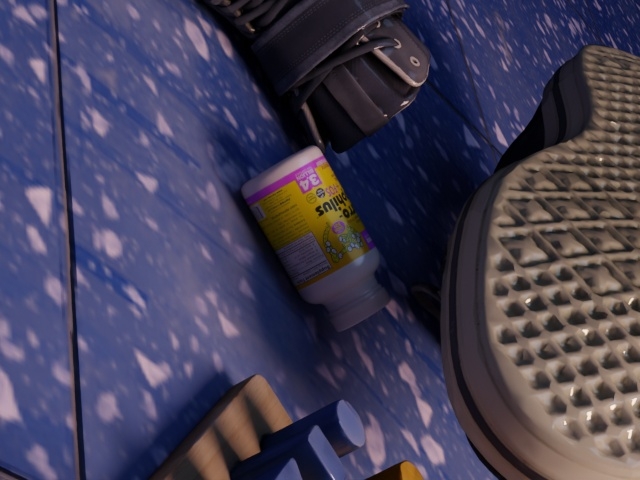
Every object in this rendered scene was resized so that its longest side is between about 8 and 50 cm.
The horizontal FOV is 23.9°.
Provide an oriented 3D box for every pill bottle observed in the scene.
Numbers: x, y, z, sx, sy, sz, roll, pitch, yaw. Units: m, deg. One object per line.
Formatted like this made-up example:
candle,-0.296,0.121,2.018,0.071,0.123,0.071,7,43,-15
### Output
pill bottle,0.000,0.000,0.717,0.083,0.043,0.043,60,22,-2

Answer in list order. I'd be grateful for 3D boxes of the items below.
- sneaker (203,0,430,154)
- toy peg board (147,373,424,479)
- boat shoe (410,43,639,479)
sneaker,-0.023,-0.123,0.761,0.163,0.086,0.226,60,20,4
toy peg board,0.016,0.131,0.544,0.161,0.079,0.161,59,21,-6
boat shoe,0.153,0.028,0.828,0.186,0.156,0.500,26,24,2
